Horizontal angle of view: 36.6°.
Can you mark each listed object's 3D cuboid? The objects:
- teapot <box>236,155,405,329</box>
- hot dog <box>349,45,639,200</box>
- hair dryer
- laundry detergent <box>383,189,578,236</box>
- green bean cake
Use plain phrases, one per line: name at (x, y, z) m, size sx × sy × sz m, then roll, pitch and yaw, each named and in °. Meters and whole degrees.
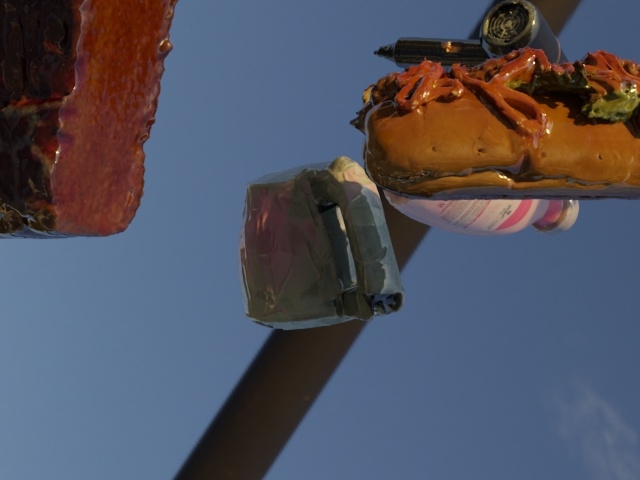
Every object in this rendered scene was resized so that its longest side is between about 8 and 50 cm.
teapot at (-0.014, 0.002, 1.042) m, size 0.163 × 0.221 × 0.178 m, roll -10°, pitch -82°, yaw -5°
hot dog at (0.198, -0.102, 0.795) m, size 0.349 × 0.158 × 0.117 m, roll 1°, pitch -66°, yaw 1°
hair dryer at (0.225, -0.315, 1.607) m, size 0.352 × 0.189 × 0.107 m, roll 10°, pitch -107°, yaw 35°
laundry detergent at (0.236, -0.076, 1.337) m, size 0.088 × 0.335 × 0.159 m, roll 46°, pitch -66°, yaw 44°
green bean cake at (-0.166, -0.115, 0.598) m, size 0.198 × 0.097 × 0.232 m, roll 2°, pitch -87°, yaw 34°
